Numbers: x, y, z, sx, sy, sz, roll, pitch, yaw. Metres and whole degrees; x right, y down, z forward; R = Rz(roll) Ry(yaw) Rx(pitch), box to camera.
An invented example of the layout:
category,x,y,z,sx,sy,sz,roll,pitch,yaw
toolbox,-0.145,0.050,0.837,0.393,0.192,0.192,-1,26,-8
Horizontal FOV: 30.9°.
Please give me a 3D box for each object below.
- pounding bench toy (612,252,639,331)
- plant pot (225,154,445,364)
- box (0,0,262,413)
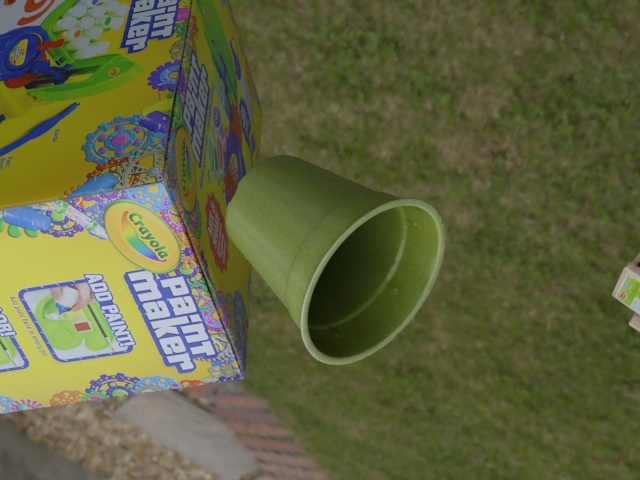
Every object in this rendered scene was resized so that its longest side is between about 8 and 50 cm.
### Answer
category,x,y,z,sx,sy,sz,roll,pitch,yaw
pounding bench toy,0.240,0.026,0.789,0.052,0.065,0.083,37,163,18
plant pot,0.000,0.000,0.525,0.079,0.083,0.083,38,160,38
box,-0.199,-0.048,0.804,0.279,0.290,0.177,-9,132,9
